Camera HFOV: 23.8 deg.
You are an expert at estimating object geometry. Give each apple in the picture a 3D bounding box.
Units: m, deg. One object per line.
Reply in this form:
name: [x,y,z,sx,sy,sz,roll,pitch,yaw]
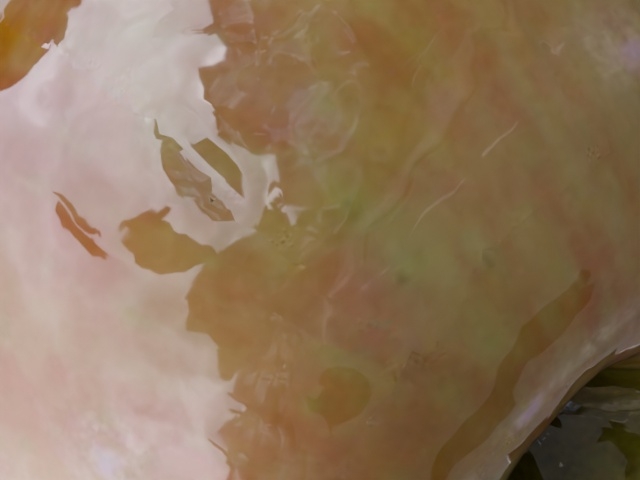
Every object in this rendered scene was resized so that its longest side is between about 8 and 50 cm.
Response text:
apple: [0.000,0.000,0.613,0.391,0.346,0.391,-32,-38,-30]
